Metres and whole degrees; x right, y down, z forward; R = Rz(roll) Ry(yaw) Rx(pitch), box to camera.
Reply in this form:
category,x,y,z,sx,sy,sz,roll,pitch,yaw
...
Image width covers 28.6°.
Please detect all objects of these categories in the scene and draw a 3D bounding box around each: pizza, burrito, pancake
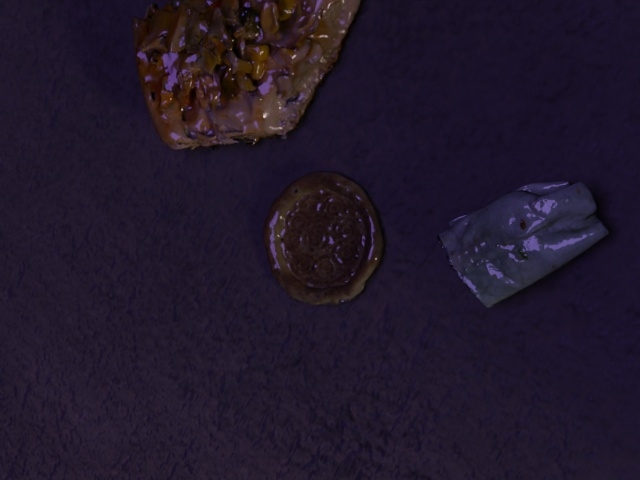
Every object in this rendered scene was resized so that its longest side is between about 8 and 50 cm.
category,x,y,z,sx,sy,sz,roll,pitch,yaw
pizza,-0.068,-0.150,1.011,0.226,0.069,0.147,-1,86,34
burrito,0.142,-0.006,0.881,0.118,0.044,0.074,-34,67,32
pancake,0.001,0.000,0.994,0.115,0.011,0.115,-1,89,36
